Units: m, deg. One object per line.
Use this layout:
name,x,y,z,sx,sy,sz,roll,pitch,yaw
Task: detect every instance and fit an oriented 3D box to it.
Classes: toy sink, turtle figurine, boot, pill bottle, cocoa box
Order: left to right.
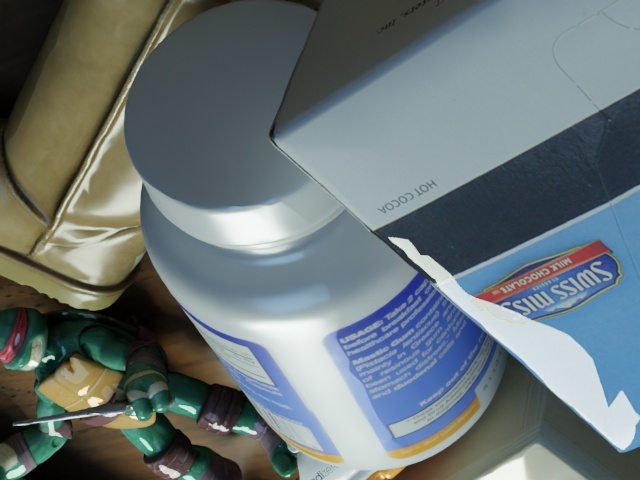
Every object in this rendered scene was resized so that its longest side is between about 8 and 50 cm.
boot,-0.149,-0.088,0.986,0.236,0.089,0.269,20,139,-19
turtle figurine,-0.132,0.102,1.145,0.234,0.118,0.175,25,145,-25
pill bottle,0.000,0.000,0.916,0.152,0.152,0.272,2,152,17
toy sink,0.112,0.163,1.110,0.153,0.131,0.234,37,129,-18
cocoa box,0.196,-0.111,0.731,0.228,0.231,0.347,41,132,-22

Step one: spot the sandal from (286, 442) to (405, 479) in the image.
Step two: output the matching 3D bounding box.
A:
sandal,-0.002,0.118,1.080,0.076,0.102,0.265,42,109,-7

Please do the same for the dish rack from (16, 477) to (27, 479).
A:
dish rack,-0.245,0.255,1.369,0.333,0.072,0.285,30,136,-12
